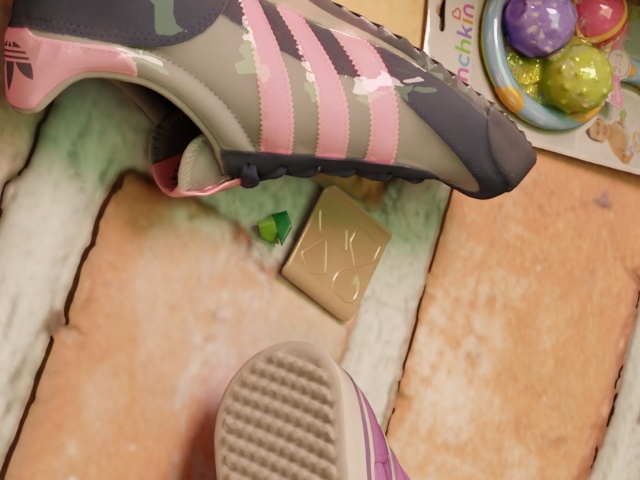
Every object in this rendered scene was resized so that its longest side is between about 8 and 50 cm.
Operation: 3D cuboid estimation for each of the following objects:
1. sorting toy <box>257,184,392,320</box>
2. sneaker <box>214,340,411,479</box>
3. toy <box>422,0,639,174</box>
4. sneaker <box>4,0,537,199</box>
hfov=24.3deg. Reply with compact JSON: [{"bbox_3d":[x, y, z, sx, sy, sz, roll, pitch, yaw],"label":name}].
[{"bbox_3d":[0.000,0.000,0.853,0.083,0.012,0.062,40,69,-30],"label":"sorting toy"},{"bbox_3d":[0.016,0.201,0.736,0.282,0.102,0.161,-84,152,-43],"label":"sneaker"},{"bbox_3d":[0.175,-0.126,0.967,0.237,0.056,0.137,13,76,-35],"label":"toy"},{"bbox_3d":[-0.025,-0.069,0.801,0.319,0.112,0.131,26,87,-29],"label":"sneaker"}]
